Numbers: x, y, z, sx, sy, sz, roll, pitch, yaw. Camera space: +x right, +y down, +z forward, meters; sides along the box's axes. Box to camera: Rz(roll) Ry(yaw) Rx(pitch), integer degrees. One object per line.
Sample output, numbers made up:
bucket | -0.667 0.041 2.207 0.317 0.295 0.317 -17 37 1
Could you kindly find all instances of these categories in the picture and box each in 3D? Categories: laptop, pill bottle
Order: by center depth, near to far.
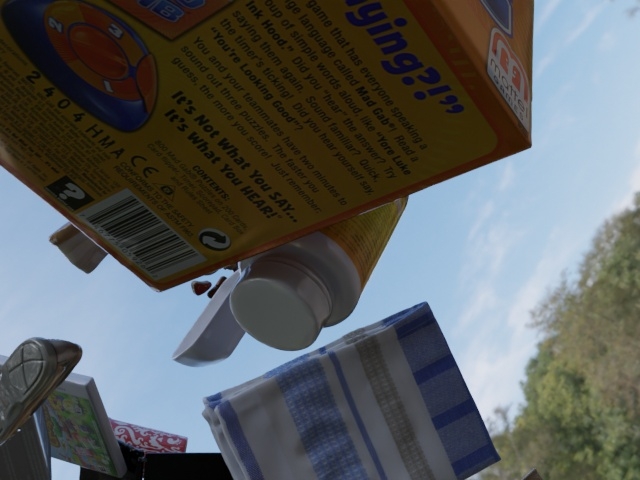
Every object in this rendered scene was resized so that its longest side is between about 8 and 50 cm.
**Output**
pill bottle | 0.000 0.000 0.709 0.215 0.117 0.117 -58 -22 -45
laptop | -0.291 0.456 1.310 0.136 0.264 0.234 1 -84 -52

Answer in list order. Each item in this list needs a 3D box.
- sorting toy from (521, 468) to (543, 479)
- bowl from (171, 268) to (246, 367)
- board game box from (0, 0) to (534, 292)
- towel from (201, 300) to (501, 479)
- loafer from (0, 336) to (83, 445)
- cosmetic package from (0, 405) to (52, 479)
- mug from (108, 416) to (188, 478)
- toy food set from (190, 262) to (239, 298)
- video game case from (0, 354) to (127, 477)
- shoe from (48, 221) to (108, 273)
sorting toy | 0.220 0.287 0.794 0.083 0.062 0.012 -24 -16 -37
bowl | -0.127 0.107 0.991 0.142 0.053 0.142 -58 9 -26
board game box | -0.077 -0.239 0.584 0.356 0.356 0.356 46 -140 -31
towel | 0.038 0.210 0.818 0.285 0.209 0.034 -23 -3 -15
loafer | -0.211 0.111 0.523 0.125 0.045 0.039 -42 -22 21
cosmetic package | -0.463 0.263 0.927 0.238 0.107 0.127 -9 -66 -16
mug | -0.365 0.444 1.537 0.113 0.169 0.150 -87 10 -62
toy food set | -0.163 0.065 1.245 0.122 0.019 0.078 -11 -66 -37
video game case | -0.421 0.286 1.222 0.023 0.193 0.212 -54 -35 -48
shoe | -0.212 -0.046 0.869 0.058 0.076 0.219 52 -124 -12
